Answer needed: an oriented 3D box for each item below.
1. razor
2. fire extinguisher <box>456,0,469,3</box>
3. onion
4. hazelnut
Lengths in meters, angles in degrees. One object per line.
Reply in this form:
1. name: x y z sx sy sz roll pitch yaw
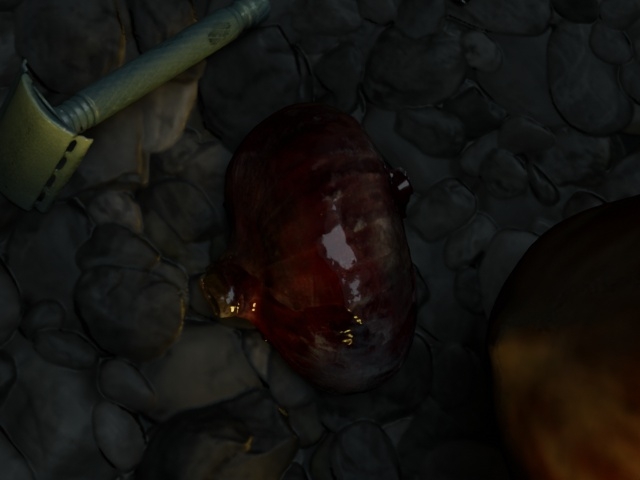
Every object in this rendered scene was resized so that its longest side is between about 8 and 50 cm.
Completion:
1. razor: -0.120 -0.114 0.951 0.068 0.106 0.232 49 53 2
2. fire extinguisher: 0.088 -0.216 1.078 0.083 0.025 0.038 43 87 -1
3. onion: 0.000 0.000 0.932 0.151 0.098 0.206 -17 78 -24
4. hazelnut: 0.283 0.101 0.855 0.366 0.366 0.366 6 70 -16
